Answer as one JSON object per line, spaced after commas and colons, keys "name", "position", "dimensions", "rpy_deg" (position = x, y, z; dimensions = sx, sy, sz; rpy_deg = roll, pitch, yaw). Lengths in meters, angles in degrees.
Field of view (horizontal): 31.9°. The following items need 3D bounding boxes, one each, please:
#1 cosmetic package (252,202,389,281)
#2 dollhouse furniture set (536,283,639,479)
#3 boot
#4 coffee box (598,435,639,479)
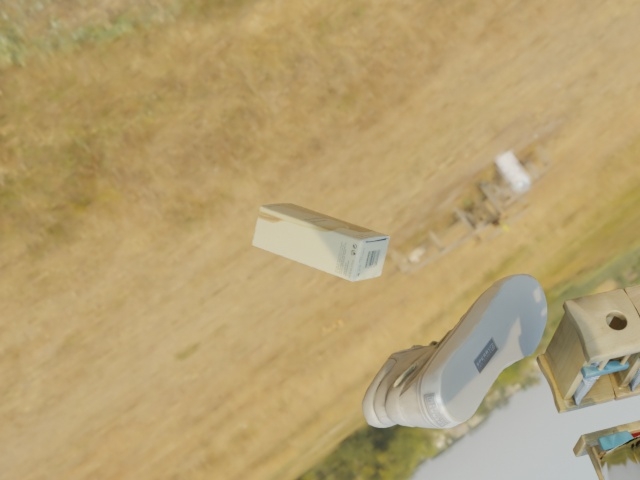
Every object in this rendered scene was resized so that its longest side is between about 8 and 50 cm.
{"name": "cosmetic package", "position": [0.000, 0.000, 1.049], "dimensions": [0.060, 0.115, 0.041], "rpy_deg": [-9, 115, -60]}
{"name": "dollhouse furniture set", "position": [0.314, 0.154, 1.083], "dimensions": [0.128, 0.184, 0.129], "rpy_deg": [-12, 149, -11]}
{"name": "boot", "position": [0.145, 0.119, 1.234], "dimensions": [0.123, 0.095, 0.258], "rpy_deg": [-13, -164, 42]}
{"name": "coffee box", "position": [0.167, 0.073, 0.243], "dimensions": [0.168, 0.119, 0.297], "rpy_deg": [-17, 164, 5]}
